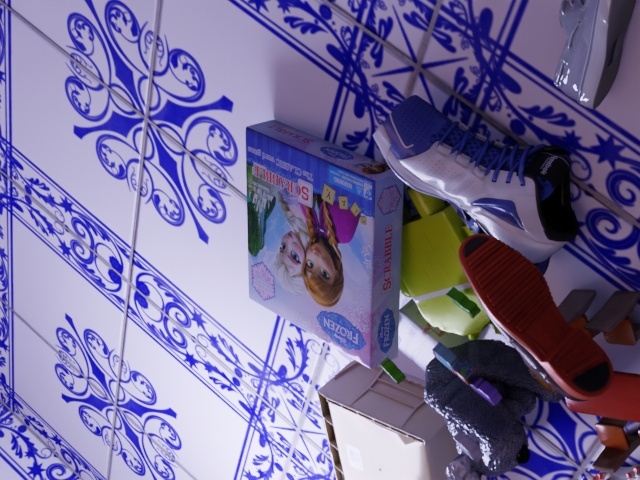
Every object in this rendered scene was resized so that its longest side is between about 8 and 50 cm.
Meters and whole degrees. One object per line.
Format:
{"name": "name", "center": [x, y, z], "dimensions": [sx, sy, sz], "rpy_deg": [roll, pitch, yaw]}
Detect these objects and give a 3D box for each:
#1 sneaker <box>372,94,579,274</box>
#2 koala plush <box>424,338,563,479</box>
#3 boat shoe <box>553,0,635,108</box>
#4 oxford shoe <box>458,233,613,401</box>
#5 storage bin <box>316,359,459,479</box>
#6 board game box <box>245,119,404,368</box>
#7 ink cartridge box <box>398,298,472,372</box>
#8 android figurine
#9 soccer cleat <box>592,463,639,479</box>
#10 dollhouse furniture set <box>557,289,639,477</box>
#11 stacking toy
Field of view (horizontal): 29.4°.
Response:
{"name": "sneaker", "center": [0.241, -0.096, 1.661], "dimensions": [0.315, 0.127, 0.182], "rpy_deg": [45, 141, -2]}
{"name": "koala plush", "center": [0.262, 0.283, 1.902], "dimensions": [0.203, 0.196, 0.221], "rpy_deg": [25, 145, 32]}
{"name": "boat shoe", "center": [0.319, -0.259, 1.455], "dimensions": [0.081, 0.079, 0.227], "rpy_deg": [28, 142, 23]}
{"name": "oxford shoe", "center": [0.273, 0.112, 1.648], "dimensions": [0.271, 0.097, 0.098], "rpy_deg": [53, 160, 9]}
{"name": "storage bin", "center": [0.140, 0.372, 2.165], "dimensions": [0.260, 0.123, 0.262], "rpy_deg": [19, 133, 39]}
{"name": "board game box", "center": [0.000, 0.000, 1.954], "dimensions": [0.318, 0.066, 0.318], "rpy_deg": [26, 125, 45]}
{"name": "ink cartridge box", "center": [0.178, 0.163, 2.000], "dimensions": [0.122, 0.052, 0.088], "rpy_deg": [41, 144, 18]}
{"name": "android figurine", "center": [0.191, 0.035, 1.872], "dimensions": [0.248, 0.056, 0.273], "rpy_deg": [-23, 101, 54]}
{"name": "soccer cleat", "center": [0.476, 0.369, 1.839], "dimensions": [0.196, 0.076, 0.068], "rpy_deg": [128, 136, -68]}
{"name": "dollhouse furniture set", "center": [0.439, 0.217, 1.682], "dimensions": [0.259, 0.135, 0.262], "rpy_deg": [1, 121, 48]}
{"name": "stacking toy", "center": [0.213, 0.193, 1.779], "dimensions": [0.221, 0.167, 0.052], "rpy_deg": [42, 172, 33]}
